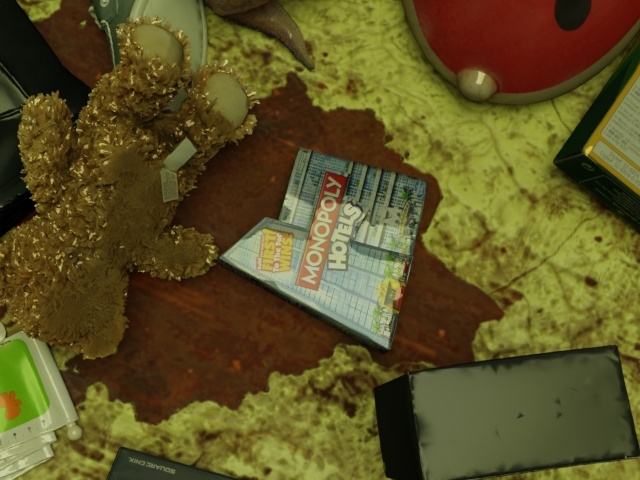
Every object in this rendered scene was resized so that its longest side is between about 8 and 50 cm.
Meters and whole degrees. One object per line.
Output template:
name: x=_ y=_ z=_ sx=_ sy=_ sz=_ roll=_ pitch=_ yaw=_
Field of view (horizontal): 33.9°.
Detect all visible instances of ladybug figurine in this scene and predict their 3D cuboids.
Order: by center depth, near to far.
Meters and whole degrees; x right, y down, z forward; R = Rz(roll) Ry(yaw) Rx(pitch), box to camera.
ladybug figurine: x=0.249 y=-0.357 z=1.135 sx=0.305 sy=0.162 sz=0.450 roll=19 pitch=79 yaw=0

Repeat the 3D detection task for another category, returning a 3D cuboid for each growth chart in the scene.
growth chart: x=-0.364 y=0.189 z=1.067 sx=0.237 sy=0.021 sz=0.172 roll=-34 pitch=82 yaw=-9

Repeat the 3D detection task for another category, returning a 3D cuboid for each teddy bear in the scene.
teddy bear: x=-0.199 y=-0.056 z=1.043 sx=0.245 sy=0.113 sz=0.338 roll=13 pitch=96 yaw=-40

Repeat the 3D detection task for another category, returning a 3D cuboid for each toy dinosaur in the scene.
toy dinosaur: x=-0.093 y=-0.298 z=1.082 sx=0.200 sy=0.296 sz=0.127 roll=-27 pitch=48 yaw=-13

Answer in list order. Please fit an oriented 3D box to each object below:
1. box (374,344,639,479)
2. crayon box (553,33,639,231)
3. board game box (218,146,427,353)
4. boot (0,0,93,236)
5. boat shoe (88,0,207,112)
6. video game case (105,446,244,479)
box: x=0.157 y=0.166 z=0.979 sx=0.184 sy=0.261 sz=0.103 roll=-9 pitch=80 yaw=-6
crayon box: x=0.426 y=-0.153 z=1.132 sx=0.203 sy=0.083 sz=0.323 roll=37 pitch=80 yaw=-7
board game box: x=0.000 y=0.000 z=1.104 sx=0.194 sy=0.060 sz=0.194 roll=15 pitch=79 yaw=-1
boot: x=-0.358 y=-0.123 z=1.087 sx=0.207 sy=0.094 sz=0.246 roll=45 pitch=73 yaw=2
boat shoe: x=-0.195 y=-0.263 z=1.138 sx=0.099 sy=0.116 sz=0.320 roll=-5 pitch=83 yaw=32
video game case: x=-0.136 y=0.327 z=0.970 sx=0.196 sy=0.026 sz=0.274 roll=16 pitch=40 yaw=0
